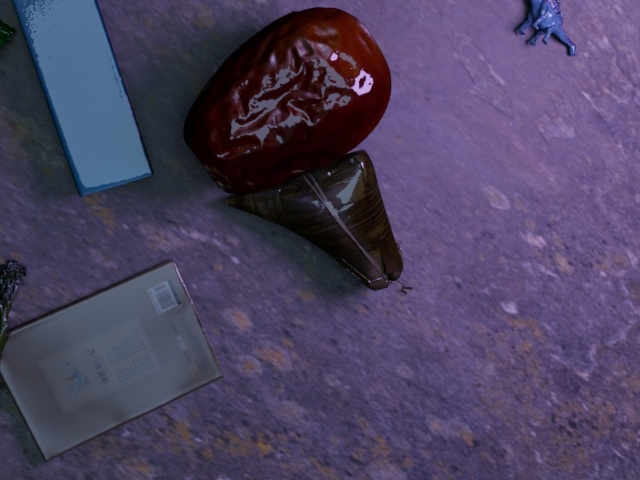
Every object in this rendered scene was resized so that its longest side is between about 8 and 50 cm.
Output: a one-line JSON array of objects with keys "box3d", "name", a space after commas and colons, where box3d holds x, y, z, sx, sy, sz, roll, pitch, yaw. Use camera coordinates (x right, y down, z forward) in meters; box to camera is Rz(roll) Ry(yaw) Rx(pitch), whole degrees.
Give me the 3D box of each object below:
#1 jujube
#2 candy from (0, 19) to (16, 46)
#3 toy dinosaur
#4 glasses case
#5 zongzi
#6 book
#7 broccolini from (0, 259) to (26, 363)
[{"box3d": [-0.048, -0.204, 1.202, 0.318, 0.223, 0.223, -36, 104, -4], "name": "jujube"}, {"box3d": [-0.547, -0.258, 1.126, 0.141, 0.078, 0.203, 33, 93, -16], "name": "candy"}, {"box3d": [0.380, -0.384, 1.376, 0.197, 0.045, 0.080, 45, 71, -22], "name": "toy dinosaur"}, {"box3d": [-0.349, -0.226, 1.190, 0.117, 0.070, 0.300, -17, 103, -6], "name": "glasses case"}, {"box3d": [0.000, 0.000, 1.303, 0.241, 0.111, 0.247, -19, 108, 6], "name": "zongzi"}, {"box3d": [-0.334, 0.188, 1.265, 0.311, 0.021, 0.216, -24, 103, -11], "name": "book"}, {"box3d": [-0.474, 0.137, 1.198, 0.044, 0.042, 0.218, 3, 87, 18], "name": "broccolini"}]
